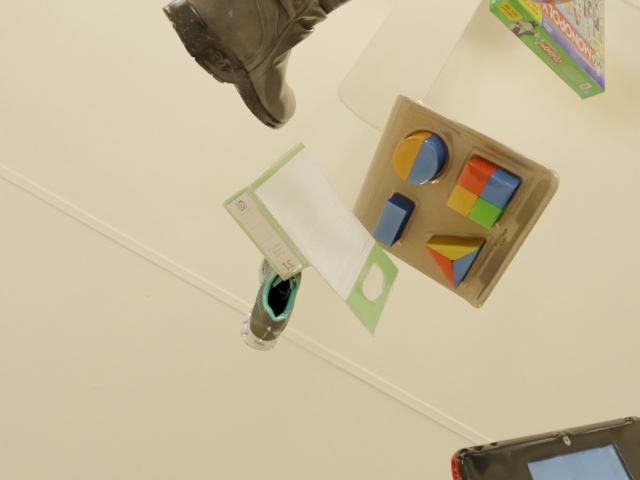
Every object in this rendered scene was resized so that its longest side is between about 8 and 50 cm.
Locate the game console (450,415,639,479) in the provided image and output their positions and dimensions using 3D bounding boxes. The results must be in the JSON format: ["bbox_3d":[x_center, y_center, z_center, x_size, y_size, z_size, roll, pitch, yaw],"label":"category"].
[{"bbox_3d":[0.366,0.407,0.643,0.387,0.060,0.341,3,-121,-27],"label":"game console"}]

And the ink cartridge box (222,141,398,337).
[{"bbox_3d":[0.000,0.000,0.678,0.056,0.171,0.235,-30,-77,30],"label":"ink cartridge box"}]

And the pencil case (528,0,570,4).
[{"bbox_3d":[0.277,-0.406,0.596,0.124,0.284,0.124,-8,-110,22],"label":"pencil case"}]

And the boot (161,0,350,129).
[{"bbox_3d":[-0.038,-0.284,0.722,0.223,0.338,0.118,-34,-99,10],"label":"boot"}]

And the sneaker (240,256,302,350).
[{"bbox_3d":[-0.049,0.057,0.668,0.065,0.076,0.166,22,-130,-14],"label":"sneaker"}]

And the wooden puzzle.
[{"bbox_3d":[0.222,-0.067,1.012,0.348,0.081,0.322,36,-52,22],"label":"wooden puzzle"}]

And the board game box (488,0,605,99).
[{"bbox_3d":[0.406,-0.413,0.910,0.317,0.046,0.213,20,-110,-37],"label":"board game box"}]
